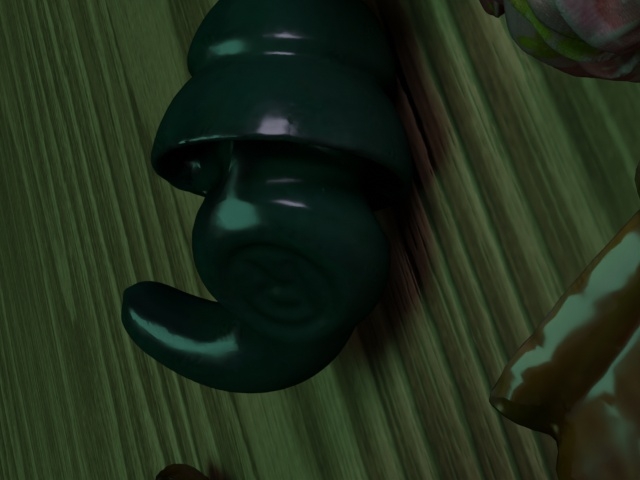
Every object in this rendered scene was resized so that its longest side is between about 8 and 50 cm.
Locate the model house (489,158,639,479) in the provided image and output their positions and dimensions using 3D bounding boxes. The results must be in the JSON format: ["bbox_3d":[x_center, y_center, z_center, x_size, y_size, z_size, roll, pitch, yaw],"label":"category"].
[{"bbox_3d":[0.179,0.089,0.429,0.199,0.219,0.229,-47,55,31],"label":"model house"}]

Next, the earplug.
[{"bbox_3d":[-0.032,-0.039,0.973,0.257,0.163,0.280,153,126,-80],"label":"earplug"}]

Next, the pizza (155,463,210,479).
[{"bbox_3d":[-0.061,0.420,1.240,0.392,0.080,0.435,172,92,-69],"label":"pizza"}]

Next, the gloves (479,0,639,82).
[{"bbox_3d":[0.116,-0.137,0.619,0.241,0.126,0.145,-20,80,60],"label":"gloves"}]
